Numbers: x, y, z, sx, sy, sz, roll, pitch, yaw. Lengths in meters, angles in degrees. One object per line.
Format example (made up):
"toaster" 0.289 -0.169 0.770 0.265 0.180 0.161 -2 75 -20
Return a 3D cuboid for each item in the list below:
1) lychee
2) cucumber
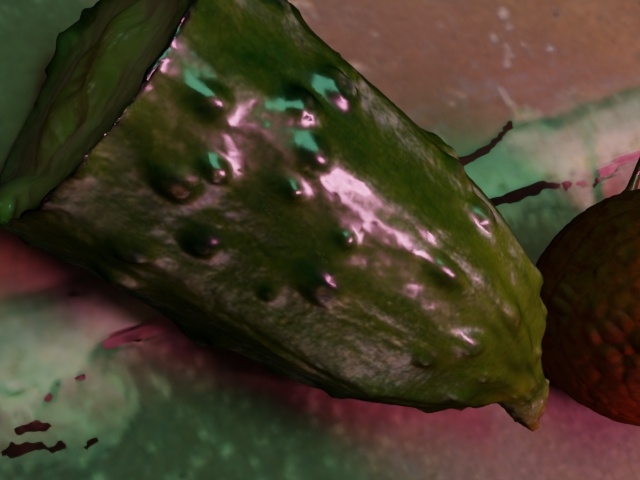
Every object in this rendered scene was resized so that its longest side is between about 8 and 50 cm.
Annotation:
"lychee" 0.142 0.025 0.831 0.114 0.140 0.101 -37 94 -2
"cucumber" 0.002 -0.001 0.743 0.244 0.134 0.134 37 51 -23
